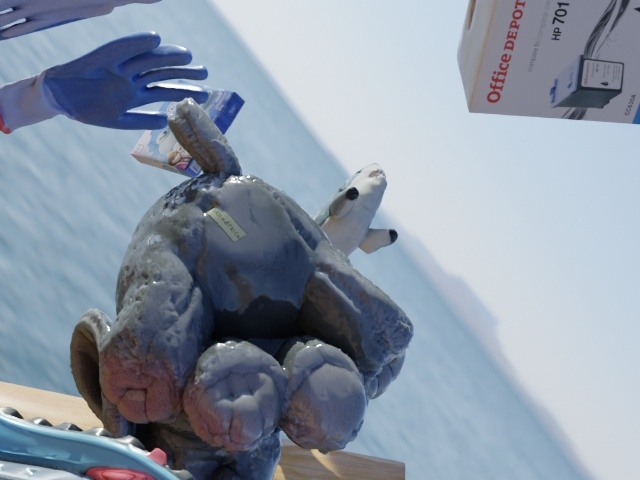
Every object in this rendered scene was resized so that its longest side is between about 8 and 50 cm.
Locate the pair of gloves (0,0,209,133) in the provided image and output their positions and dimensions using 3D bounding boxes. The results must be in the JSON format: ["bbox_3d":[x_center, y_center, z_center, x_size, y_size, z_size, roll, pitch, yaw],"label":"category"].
[{"bbox_3d":[-0.164,-0.134,1.071,0.198,0.159,0.023,76,6,-54],"label":"pair of gloves"}]

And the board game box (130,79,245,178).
[{"bbox_3d":[-0.127,-0.107,1.511,0.090,0.090,0.020,17,-20,47],"label":"board game box"}]

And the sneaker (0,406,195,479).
[{"bbox_3d":[-0.147,0.141,0.684,0.262,0.125,0.104,19,-36,14],"label":"sneaker"}]

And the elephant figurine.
[{"bbox_3d":[-0.065,0.086,0.861,0.169,0.186,0.239,29,-34,0],"label":"elephant figurine"}]

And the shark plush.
[{"bbox_3d":[0.000,0.000,1.404,0.073,0.161,0.067,31,21,-34],"label":"shark plush"}]

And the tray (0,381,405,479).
[{"bbox_3d":[-0.151,0.242,1.365,0.411,0.203,0.076,13,35,-4],"label":"tray"}]

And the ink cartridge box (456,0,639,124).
[{"bbox_3d":[0.224,-0.176,1.349,0.082,0.191,0.139,-96,-169,-46],"label":"ink cartridge box"}]
